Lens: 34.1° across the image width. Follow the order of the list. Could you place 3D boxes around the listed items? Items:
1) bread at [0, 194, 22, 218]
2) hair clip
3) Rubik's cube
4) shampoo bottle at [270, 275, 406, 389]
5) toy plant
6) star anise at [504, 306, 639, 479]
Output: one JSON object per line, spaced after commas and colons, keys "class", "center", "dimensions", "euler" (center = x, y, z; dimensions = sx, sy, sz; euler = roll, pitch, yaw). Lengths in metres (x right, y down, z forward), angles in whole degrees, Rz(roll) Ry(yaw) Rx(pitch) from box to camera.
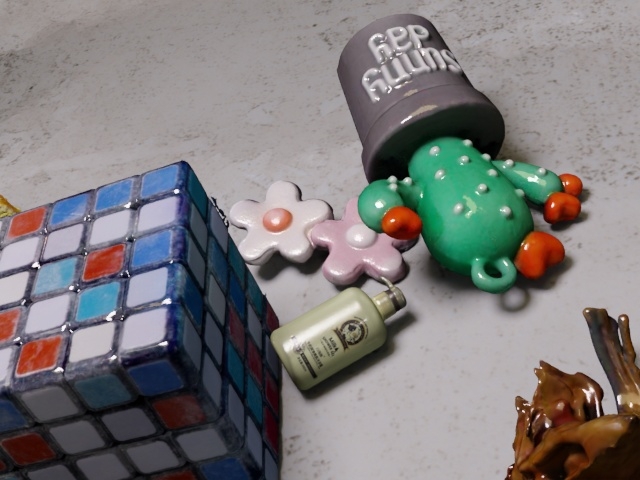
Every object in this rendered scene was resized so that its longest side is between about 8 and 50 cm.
{"class": "bread", "center": [-0.522, -0.007, 1.593], "dimensions": [0.187, 0.103, 0.065], "euler": [-27, 38, 5]}
{"class": "hair clip", "center": [-0.001, -0.006, 1.356], "dimensions": [0.257, 0.075, 0.146], "euler": [9, 46, 28]}
{"class": "Rubik's cube", "center": [-0.222, 0.133, 1.142], "dimensions": [0.293, 0.292, 0.287], "euler": [-14, 40, 10]}
{"class": "shampoo bottle", "center": [0.027, 0.103, 1.210], "dimensions": [0.162, 0.079, 0.079], "euler": [-29, 40, -5]}
{"class": "toy plant", "center": [0.143, -0.094, 1.281], "dimensions": [0.185, 0.279, 0.400], "euler": [-46, 51, 33]}
{"class": "star anise", "center": [0.248, 0.184, 0.941], "dimensions": [0.148, 0.237, 0.346], "euler": [18, 38, 0]}
